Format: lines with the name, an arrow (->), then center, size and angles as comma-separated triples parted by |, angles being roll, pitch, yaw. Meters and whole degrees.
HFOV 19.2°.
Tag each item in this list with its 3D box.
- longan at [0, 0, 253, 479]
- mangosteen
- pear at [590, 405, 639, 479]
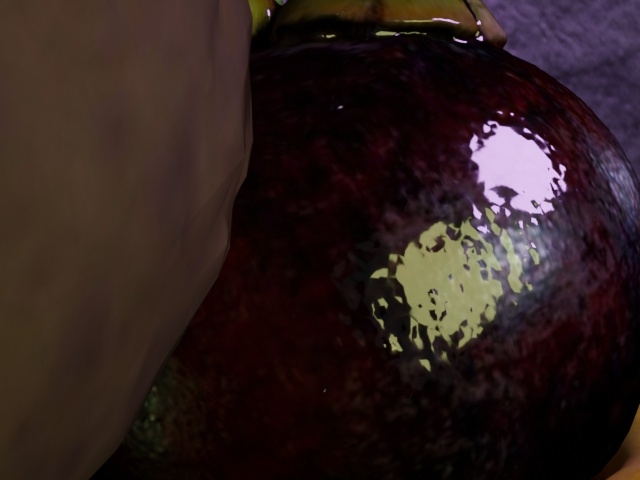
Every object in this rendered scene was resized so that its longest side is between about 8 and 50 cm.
longan -> -0.229, -0.043, 0.620 | 0.436, 0.404, 0.404 | -46, 110, -33
mangosteen -> 0.004, 0.015, 0.863 | 0.300, 0.300, 0.300 | 9, 75, -37
pear -> 0.197, 0.211, 0.977 | 0.314, 0.314, 0.314 | 9, 75, -37
